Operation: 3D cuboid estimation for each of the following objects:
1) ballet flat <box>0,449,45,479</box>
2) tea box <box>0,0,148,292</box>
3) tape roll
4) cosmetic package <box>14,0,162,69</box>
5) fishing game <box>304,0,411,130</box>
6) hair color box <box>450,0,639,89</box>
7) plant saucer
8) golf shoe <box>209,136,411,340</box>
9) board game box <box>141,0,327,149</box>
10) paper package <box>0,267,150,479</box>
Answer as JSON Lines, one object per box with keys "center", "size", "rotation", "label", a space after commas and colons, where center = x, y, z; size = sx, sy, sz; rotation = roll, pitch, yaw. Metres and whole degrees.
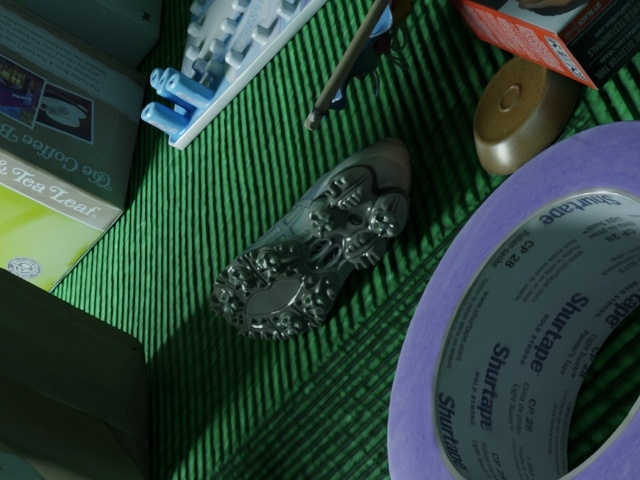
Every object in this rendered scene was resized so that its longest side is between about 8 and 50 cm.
{"center": [-0.281, 0.327, 0.791], "size": [0.139, 0.139, 0.400], "rotation": [37, 110, 64], "label": "ballet flat"}
{"center": [-0.412, -0.090, 1.303], "size": [0.323, 0.329, 0.220], "rotation": [-40, 33, 36], "label": "tea box"}
{"center": [0.115, 0.053, 0.481], "size": [0.189, 0.080, 0.189], "rotation": [-44, 31, 35], "label": "tape roll"}
{"center": [-0.296, -0.254, 1.452], "size": [0.184, 0.151, 0.151], "rotation": [-45, 30, 30], "label": "cosmetic package"}
{"center": [0.057, -0.150, 0.756], "size": [0.189, 0.041, 0.264], "rotation": [-58, 0, 12], "label": "fishing game"}
{"center": [0.129, -0.134, 0.659], "size": [0.072, 0.043, 0.141], "rotation": [-44, 28, 0], "label": "hair color box"}
{"center": [0.111, -0.077, 0.687], "size": [0.083, 0.015, 0.083], "rotation": [-42, 32, 35], "label": "plant saucer"}
{"center": [0.000, 0.000, 0.786], "size": [0.176, 0.069, 0.086], "rotation": [-38, 15, 36], "label": "golf shoe"}
{"center": [-0.032, -0.333, 1.158], "size": [0.390, 0.050, 0.390], "rotation": [-40, 33, 38], "label": "board game box"}
{"center": [-0.336, 0.164, 0.939], "size": [0.325, 0.309, 0.168], "rotation": [-46, 27, 26], "label": "paper package"}
